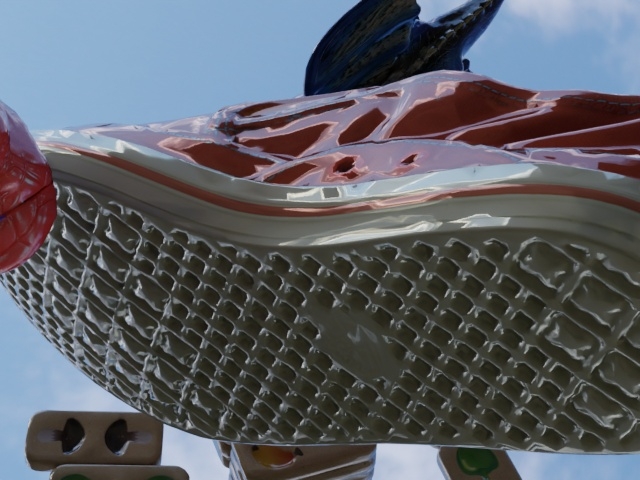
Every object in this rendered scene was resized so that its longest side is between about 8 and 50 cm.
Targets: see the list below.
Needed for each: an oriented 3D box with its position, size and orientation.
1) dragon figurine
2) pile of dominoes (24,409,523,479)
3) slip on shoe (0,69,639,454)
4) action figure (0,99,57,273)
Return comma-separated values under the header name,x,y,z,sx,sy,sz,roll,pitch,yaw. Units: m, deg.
name,x,y,z,sx,sy,sz,roll,pitch,yaw
dragon figurine,0.035,-0.078,0.774,0.289,0.144,0.085,-42,-86,-3
pile of dominoes,0.003,0.125,0.590,0.196,0.040,0.251,-12,-135,-18
slip on shoe,0.000,0.000,0.514,0.331,0.101,0.123,1,-55,39
action figure,-0.164,-0.006,0.440,0.139,0.280,0.091,-37,-74,-23
